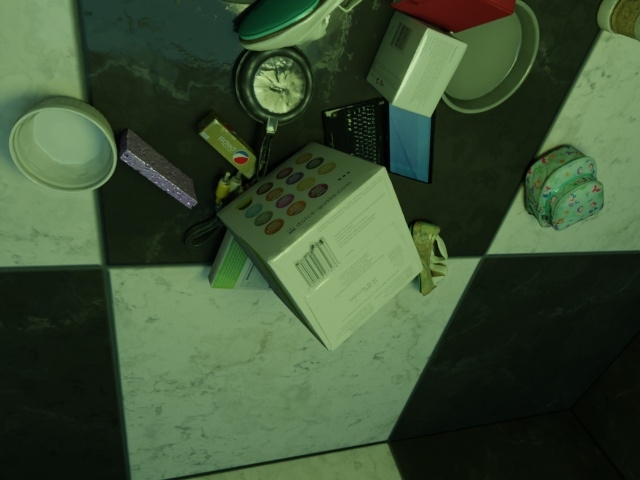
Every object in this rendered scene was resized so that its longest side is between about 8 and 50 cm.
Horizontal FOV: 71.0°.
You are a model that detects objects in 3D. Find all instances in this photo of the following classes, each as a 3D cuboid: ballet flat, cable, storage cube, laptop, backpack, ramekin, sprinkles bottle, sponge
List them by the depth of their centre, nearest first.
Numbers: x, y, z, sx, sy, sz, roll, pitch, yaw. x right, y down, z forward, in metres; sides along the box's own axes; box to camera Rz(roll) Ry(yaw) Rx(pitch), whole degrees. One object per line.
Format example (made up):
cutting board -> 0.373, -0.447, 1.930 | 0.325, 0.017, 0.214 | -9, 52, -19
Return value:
storage cube -> 0.290, -0.571, 0.937 | 0.193, 0.215, 0.183 | 8, 98, -26
ballet flat -> 0.008, -0.522, 0.969 | 0.400, 0.139, 0.139 | -37, 130, 11
ramekin -> -0.566, -0.220, 1.008 | 0.207, 0.109, 0.207 | -10, 131, -12
sprinkles bottle -> 0.856, -0.532, 1.099 | 0.121, 0.355, 0.121 | -10, 131, -12
sponge -> -0.394, -0.173, 1.102 | 0.031, 0.117, 0.210 | -40, 130, 11
laptop -> 0.159, -0.249, 1.227 | 0.264, 0.136, 0.234 | -15, 131, -8
cable -> -0.277, -0.082, 1.280 | 0.139, 0.072, 0.287 | 8, 139, -46
backpack -> 0.810, -0.174, 1.499 | 0.225, 0.191, 0.253 | -26, 127, 3
ballet flat -> 0.390, 0.077, 1.577 | 0.123, 0.123, 0.348 | -21, 129, -3

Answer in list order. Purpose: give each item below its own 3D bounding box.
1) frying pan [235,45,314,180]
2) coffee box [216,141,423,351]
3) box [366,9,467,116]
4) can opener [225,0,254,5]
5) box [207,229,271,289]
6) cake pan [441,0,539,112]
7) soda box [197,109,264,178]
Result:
frying pan -> -0.137, -0.319, 1.082 | 0.197, 0.053, 0.326 | 28, 100, -30
coffee box -> 0.000, 0.000, 1.170 | 0.337, 0.334, 0.338 | -39, 127, -12
box -> 0.222, -0.424, 1.076 | 0.119, 0.181, 0.182 | 8, 124, -25
can opener -> -0.259, -0.539, 0.867 | 0.283, 0.095, 0.076 | 11, 122, -27
box -> -0.158, 0.053, 1.383 | 0.322, 0.058, 0.232 | 6, 126, -36
cake pan -> 0.430, -0.485, 1.186 | 0.293, 0.054, 0.293 | -10, 130, -12
soda box -> -0.226, -0.241, 1.143 | 0.058, 0.061, 0.181 | -38, 130, 11
